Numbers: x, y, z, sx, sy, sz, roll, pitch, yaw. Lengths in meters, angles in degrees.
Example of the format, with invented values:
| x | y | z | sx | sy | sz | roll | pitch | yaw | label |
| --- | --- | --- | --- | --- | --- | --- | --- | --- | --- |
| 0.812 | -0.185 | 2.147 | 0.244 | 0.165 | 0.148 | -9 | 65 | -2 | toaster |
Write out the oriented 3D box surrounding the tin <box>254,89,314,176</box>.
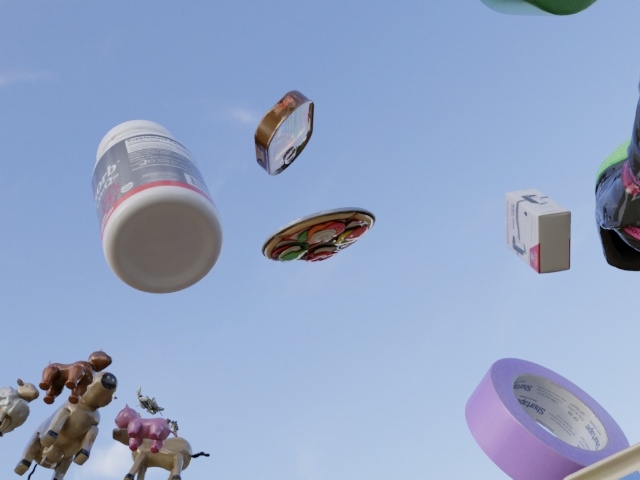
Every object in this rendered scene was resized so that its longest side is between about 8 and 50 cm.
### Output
| x | y | z | sx | sy | sz | roll | pitch | yaw | label |
| --- | --- | --- | --- | --- | --- | --- | --- | --- | --- |
| -0.056 | -0.167 | 1.371 | 0.106 | 0.040 | 0.189 | -42 | -12 | -14 | tin |

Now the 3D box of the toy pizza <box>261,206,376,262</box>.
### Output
| x | y | z | sx | sy | sz | roll | pitch | yaw | label |
| --- | --- | --- | --- | --- | --- | --- | --- | --- | --- |
| 0.000 | 0.000 | 1.476 | 0.201 | 0.032 | 0.201 | -15 | -18 | -5 | toy pizza |

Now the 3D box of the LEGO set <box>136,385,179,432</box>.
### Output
| x | y | z | sx | sy | sz | roll | pitch | yaw | label |
| --- | --- | --- | --- | --- | --- | --- | --- | --- | --- |
| -0.236 | 0.244 | 1.247 | 0.023 | 0.083 | 0.054 | -41 | -5 | -4 | LEGO set |

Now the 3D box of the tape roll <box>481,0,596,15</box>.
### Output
| x | y | z | sx | sy | sz | roll | pitch | yaw | label |
| --- | --- | --- | --- | --- | --- | --- | --- | --- | --- |
| 0.262 | -0.424 | 1.013 | 0.321 | 0.077 | 0.321 | -13 | -71 | -42 | tape roll |

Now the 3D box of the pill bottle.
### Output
| x | y | z | sx | sy | sz | roll | pitch | yaw | label |
| --- | --- | --- | --- | --- | --- | --- | --- | --- | --- |
| -0.315 | -0.077 | 1.637 | 0.210 | 0.363 | 0.210 | -9 | -58 | -15 | pill bottle |

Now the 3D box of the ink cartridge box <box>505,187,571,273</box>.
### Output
| x | y | z | sx | sy | sz | roll | pitch | yaw | label |
| --- | --- | --- | --- | --- | --- | --- | --- | --- | --- |
| 0.344 | -0.017 | 1.400 | 0.056 | 0.135 | 0.099 | -8 | -71 | -8 | ink cartridge box |

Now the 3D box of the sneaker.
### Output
| x | y | z | sx | sy | sz | roll | pitch | yaw | label |
| --- | --- | --- | --- | --- | --- | --- | --- | --- | --- |
| 0.479 | -0.086 | 1.167 | 0.185 | 0.202 | 0.483 | 8 | -20 | 11 | sneaker |

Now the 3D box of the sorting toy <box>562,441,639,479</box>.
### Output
| x | y | z | sx | sy | sz | roll | pitch | yaw | label |
| --- | --- | --- | --- | --- | --- | --- | --- | --- | --- |
| 0.374 | 0.281 | 0.896 | 0.193 | 0.208 | 0.038 | -24 | -57 | -3 | sorting toy |

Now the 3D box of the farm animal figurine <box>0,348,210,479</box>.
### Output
| x | y | z | sx | sy | sz | roll | pitch | yaw | label |
| --- | --- | --- | --- | --- | --- | --- | --- | --- | --- |
| -0.415 | 0.336 | 1.610 | 0.327 | 0.172 | 0.330 | -28 | -66 | 19 | farm animal figurine |

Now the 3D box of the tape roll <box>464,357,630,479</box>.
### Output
| x | y | z | sx | sy | sz | roll | pitch | yaw | label |
| --- | --- | --- | --- | --- | --- | --- | --- | --- | --- |
| 0.389 | 0.324 | 1.507 | 0.275 | 0.275 | 0.090 | 11 | -62 | -33 | tape roll |
